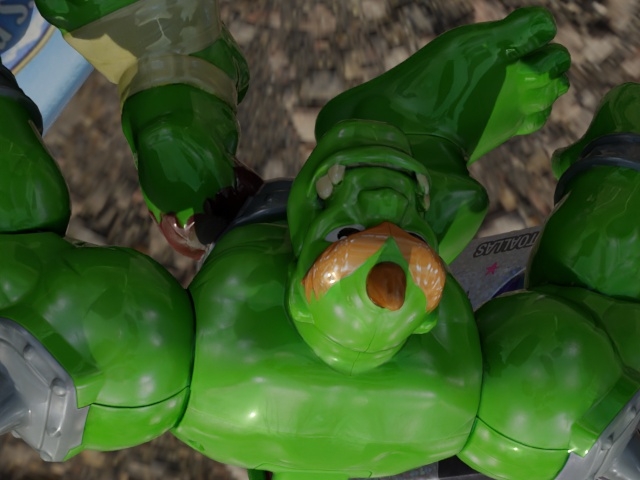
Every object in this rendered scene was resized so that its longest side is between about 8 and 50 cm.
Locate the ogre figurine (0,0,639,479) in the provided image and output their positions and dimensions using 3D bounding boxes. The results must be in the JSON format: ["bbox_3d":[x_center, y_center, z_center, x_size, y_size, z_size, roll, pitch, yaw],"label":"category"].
[{"bbox_3d":[0.000,0.000,0.426,0.197,0.118,0.097,21,132,-28],"label":"ogre figurine"}]

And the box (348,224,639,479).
[{"bbox_3d":[0.121,0.091,0.929,0.247,0.142,0.163,-13,138,40],"label":"box"}]

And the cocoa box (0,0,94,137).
[{"bbox_3d":[-0.166,-0.109,0.555,0.231,0.228,0.347,36,107,-11],"label":"cocoa box"}]
